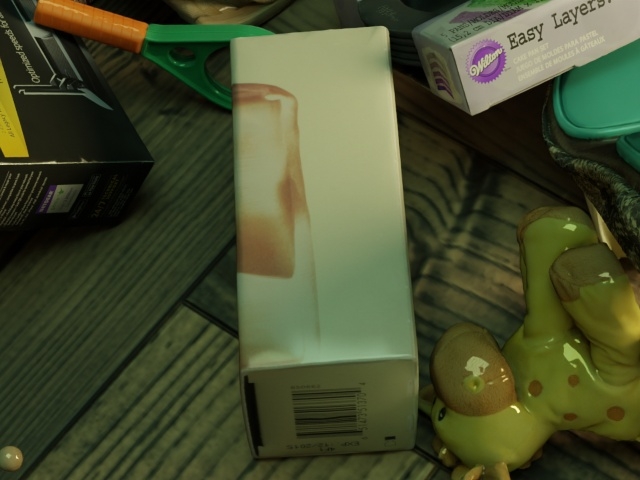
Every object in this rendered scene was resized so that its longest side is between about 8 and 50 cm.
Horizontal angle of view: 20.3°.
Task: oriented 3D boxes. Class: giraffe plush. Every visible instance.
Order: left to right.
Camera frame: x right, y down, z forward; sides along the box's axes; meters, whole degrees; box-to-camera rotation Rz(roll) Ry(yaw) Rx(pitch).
[{"bbox_3d":[0.150,0.097,1.296,0.170,0.181,0.210,-25,94,1],"label":"giraffe plush"}]

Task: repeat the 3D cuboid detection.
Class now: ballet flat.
[{"bbox_3d":[0.256,-0.033,1.307,0.164,0.182,0.483,-8,19,4],"label":"ballet flat"}]

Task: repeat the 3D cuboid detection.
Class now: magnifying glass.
[{"bbox_3d":[-0.122,-0.160,1.471,0.231,0.092,0.026,15,54,-9],"label":"magnifying glass"}]

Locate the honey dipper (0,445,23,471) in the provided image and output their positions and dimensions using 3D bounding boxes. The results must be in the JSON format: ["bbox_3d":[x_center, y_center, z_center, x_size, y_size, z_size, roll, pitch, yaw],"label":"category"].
[{"bbox_3d":[-0.287,0.142,1.249,0.161,0.030,0.030,11,59,5],"label":"honey dipper"}]

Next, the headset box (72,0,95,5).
[{"bbox_3d":[-0.233,-0.230,1.585,0.083,0.032,0.062,-39,62,-18],"label":"headset box"}]

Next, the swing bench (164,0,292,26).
[{"bbox_3d":[-0.153,-0.312,1.522,0.253,0.255,0.165,41,91,27],"label":"swing bench"}]

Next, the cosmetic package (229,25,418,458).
[{"bbox_3d":[0.000,0.000,1.353,0.129,0.153,0.296,-3,56,1],"label":"cosmetic package"}]

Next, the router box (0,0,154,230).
[{"bbox_3d":[-0.308,-0.143,1.433,0.243,0.081,0.309,-3,49,-41],"label":"router box"}]

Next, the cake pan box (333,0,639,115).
[{"bbox_3d":[0.163,-0.207,1.456,0.267,0.070,0.246,-26,26,-11],"label":"cake pan box"}]
